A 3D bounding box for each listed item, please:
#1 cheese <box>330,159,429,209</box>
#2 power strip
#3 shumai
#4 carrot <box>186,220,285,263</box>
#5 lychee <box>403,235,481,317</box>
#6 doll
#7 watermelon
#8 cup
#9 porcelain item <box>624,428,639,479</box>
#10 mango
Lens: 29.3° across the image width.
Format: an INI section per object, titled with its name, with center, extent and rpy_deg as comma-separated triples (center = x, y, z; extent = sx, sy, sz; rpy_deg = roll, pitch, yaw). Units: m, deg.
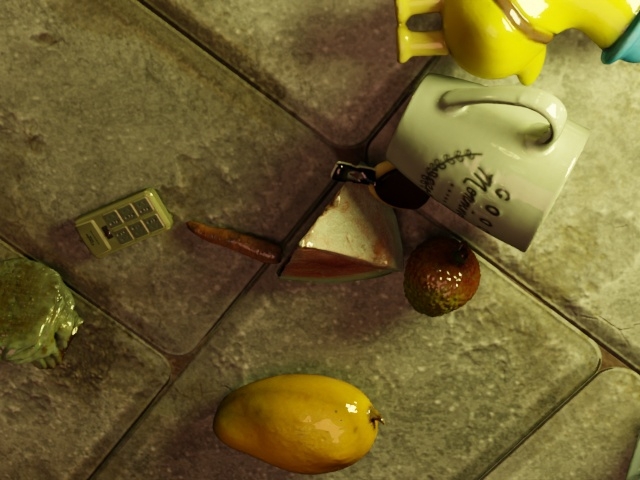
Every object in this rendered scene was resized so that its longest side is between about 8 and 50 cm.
[cheese]
center = 0.088, -0.086, 1.746
extent = 0.162, 0.036, 0.086
rpy_deg = 7, 128, -30
[power strip]
center = -0.316, -0.024, 1.932
extent = 0.168, 0.028, 0.076
rpy_deg = -21, 112, 24
[shumai]
center = -0.485, 0.127, 2.023
extent = 0.184, 0.184, 0.142
rpy_deg = 13, 150, 7
[carrot]
center = -0.133, 0.000, 1.896
extent = 0.165, 0.036, 0.036
rpy_deg = 19, 121, 6
[lychee]
center = 0.179, 0.052, 1.798
extent = 0.114, 0.114, 0.146
rpy_deg = 30, 132, -3
[doll]
center = 0.274, -0.296, 1.571
extent = 0.362, 0.145, 0.200
rpy_deg = -3, 112, 8
[watermelon]
center = 0.002, -0.012, 1.794
extent = 0.207, 0.136, 0.202
rpy_deg = -25, 150, 19
[cup]
center = 0.225, -0.135, 1.625
extent = 0.234, 0.186, 0.258
rpy_deg = 29, 152, 5
[porcelain item]
center = 0.660, 0.383, 1.787
extent = 0.405, 0.243, 0.178
rpy_deg = 27, 144, 5
[mango]
center = -0.039, 0.298, 1.992
extent = 0.316, 0.119, 0.177
rpy_deg = 0, 121, 24
